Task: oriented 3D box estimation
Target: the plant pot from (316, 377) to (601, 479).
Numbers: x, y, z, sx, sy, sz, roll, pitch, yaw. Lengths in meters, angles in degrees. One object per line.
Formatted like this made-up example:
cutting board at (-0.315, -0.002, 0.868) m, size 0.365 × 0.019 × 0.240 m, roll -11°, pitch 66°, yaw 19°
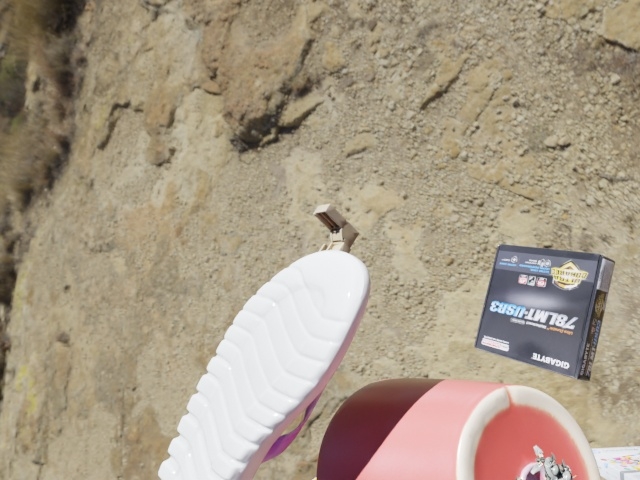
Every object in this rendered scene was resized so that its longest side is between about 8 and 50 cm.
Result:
plant pot at (0.165, 0.286, 0.646) m, size 0.243 × 0.275 × 0.274 m, roll -39°, pitch 55°, yaw 55°

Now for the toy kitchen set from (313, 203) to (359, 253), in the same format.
toy kitchen set at (0.000, 0.000, 0.870) m, size 0.068 × 0.075 × 0.083 m, roll -6°, pitch 45°, yaw 55°

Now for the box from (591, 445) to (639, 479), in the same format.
box at (0.643, 0.463, 1.097) m, size 0.186 × 0.145 × 0.038 m, roll 152°, pitch 118°, yaw -82°

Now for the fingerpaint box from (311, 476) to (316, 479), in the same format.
fingerpaint box at (0.162, 0.824, 1.351) m, size 0.163 × 0.445 × 0.371 m, roll -41°, pitch 28°, yaw 14°

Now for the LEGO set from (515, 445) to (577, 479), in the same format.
LEGO set at (0.218, 0.226, 0.515) m, size 0.023 × 0.083 × 0.054 m, roll -40°, pitch 82°, yaw 42°

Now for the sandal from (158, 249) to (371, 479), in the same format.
sandal at (-0.068, 0.193, 0.657) m, size 0.416 × 0.102 × 0.169 m, roll -56°, pitch 42°, yaw 6°

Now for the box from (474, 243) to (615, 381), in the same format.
box at (0.549, 0.167, 1.368) m, size 0.296 × 0.074 × 0.293 m, roll 10°, pitch 82°, yaw 56°
